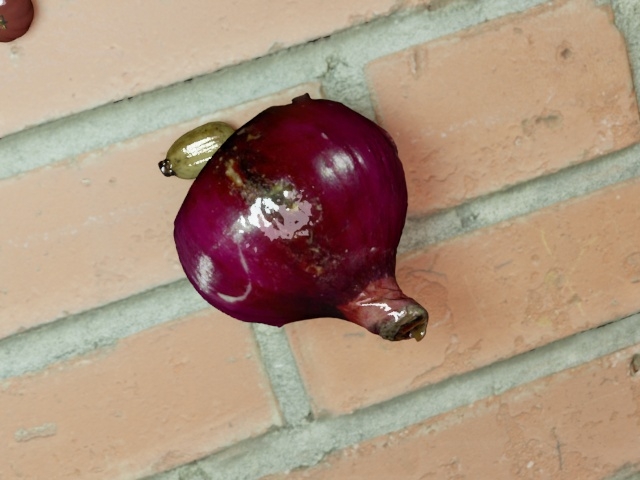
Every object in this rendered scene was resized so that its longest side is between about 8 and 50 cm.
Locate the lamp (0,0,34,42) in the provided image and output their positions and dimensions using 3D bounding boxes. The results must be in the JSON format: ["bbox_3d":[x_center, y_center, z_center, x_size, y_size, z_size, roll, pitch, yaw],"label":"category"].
[{"bbox_3d":[-0.441,-0.317,1.464,0.101,0.090,0.101,5,136,5],"label":"lamp"}]

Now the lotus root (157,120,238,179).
[{"bbox_3d":[-0.165,-0.133,1.577,0.151,0.063,0.072,-18,80,1],"label":"lotus root"}]

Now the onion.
[{"bbox_3d":[0.000,0.000,1.467,0.348,0.348,0.385,-46,71,3],"label":"onion"}]
